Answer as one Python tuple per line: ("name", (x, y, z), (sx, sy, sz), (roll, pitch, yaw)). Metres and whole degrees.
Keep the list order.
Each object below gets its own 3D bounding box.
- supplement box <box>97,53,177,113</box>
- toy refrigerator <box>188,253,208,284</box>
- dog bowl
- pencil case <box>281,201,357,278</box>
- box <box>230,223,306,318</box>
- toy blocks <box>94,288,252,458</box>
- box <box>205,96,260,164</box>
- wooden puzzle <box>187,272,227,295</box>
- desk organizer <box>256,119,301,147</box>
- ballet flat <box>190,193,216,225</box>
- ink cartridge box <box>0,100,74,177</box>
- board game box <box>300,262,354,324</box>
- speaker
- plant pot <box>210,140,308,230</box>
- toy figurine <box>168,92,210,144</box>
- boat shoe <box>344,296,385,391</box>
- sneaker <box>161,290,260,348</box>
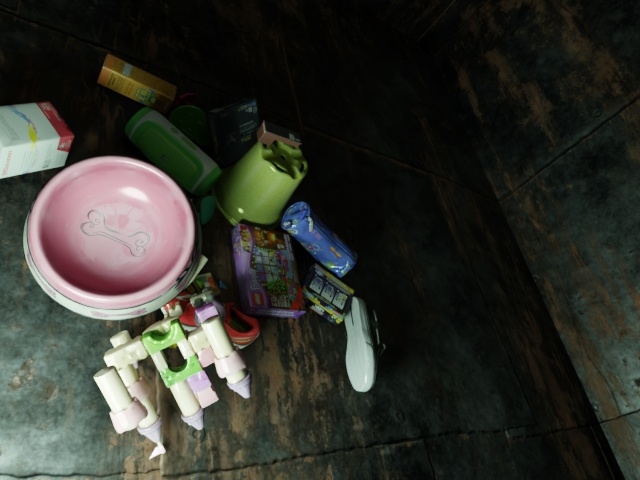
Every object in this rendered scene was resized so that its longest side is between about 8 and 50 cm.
("supplement box", (-0.603, -0.515, 1.594), (0.234, 0.078, 0.080), (19, 48, -29))
("toy refrigerator", (-0.446, 0.020, 1.278), (0.270, 0.102, 0.094), (38, 54, -12))
("dog bowl", (-0.474, -0.018, 1.129), (0.408, 0.150, 0.407), (4, 79, -21))
("pencil case", (0.000, 0.000, 1.630), (0.306, 0.133, 0.119), (45, 69, -27))
("box", (-0.165, 0.096, 1.513), (0.201, 0.057, 0.293), (10, 53, -36))
("toy blocks", (-0.304, 0.305, 1.087), (0.289, 0.309, 0.260), (-26, 104, -14))
("box", (-0.298, -0.388, 1.697), (0.059, 0.183, 0.233), (12, 31, 26))
("wooden puzzle", (-0.327, 0.129, 1.377), (0.116, 0.014, 0.078), (-24, 76, -49))
("desk organizer", (-0.128, -0.318, 1.486), (0.130, 0.050, 0.047), (12, 51, -35))
("ballet flat", (-0.382, -0.074, 1.409), (0.096, 0.095, 0.280), (7, 23, -1))
("ink cartridge box", (-0.751, -0.256, 1.216), (0.127, 0.128, 0.176), (53, 40, 6))
("board game box", (0.016, 0.177, 1.604), (0.170, 0.048, 0.141), (36, 43, -8))
("speaker", (-0.452, -0.271, 1.491), (0.296, 0.131, 0.131), (42, 40, -8))
("plant pot", (-0.181, -0.203, 1.585), (0.276, 0.254, 0.276), (24, 46, -27))
("toy figurine", (-0.440, -0.436, 1.667), (0.173, 0.130, 0.159), (41, 25, -43))
("boat shoe", (0.157, 0.331, 1.563), (0.119, 0.121, 0.335), (20, 45, -23))
("sneaker", (-0.284, 0.191, 1.284), (0.279, 0.118, 0.107), (28, 43, -23))
